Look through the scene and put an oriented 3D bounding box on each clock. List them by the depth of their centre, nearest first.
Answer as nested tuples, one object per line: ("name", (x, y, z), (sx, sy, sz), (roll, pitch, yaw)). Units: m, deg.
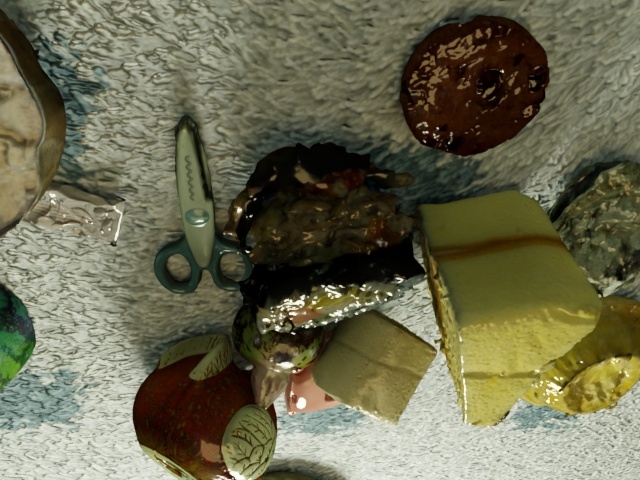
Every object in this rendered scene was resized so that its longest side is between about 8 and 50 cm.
("clock", (0.021, 0.222, 1.056), (0.162, 0.092, 0.165), (-5, 129, -13))

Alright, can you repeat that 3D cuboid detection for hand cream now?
("hand cream", (-0.374, -0.045, 0.777), (0.257, 0.050, 0.084), (8, 129, -26))

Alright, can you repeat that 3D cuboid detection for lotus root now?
("lotus root", (-0.382, -0.137, 0.612), (0.272, 0.192, 0.272), (-3, 120, -5))

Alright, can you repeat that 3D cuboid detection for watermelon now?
("watermelon", (-0.477, 0.125, 0.868), (0.146, 0.128, 0.231), (-19, 130, -20))

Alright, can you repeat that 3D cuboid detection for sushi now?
("sushi", (-0.002, -0.005, 0.806), (0.225, 0.218, 0.239), (-26, 169, 37))

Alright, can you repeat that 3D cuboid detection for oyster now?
("oyster", (0.404, 0.007, 0.932), (0.199, 0.112, 0.267), (22, 105, -27))

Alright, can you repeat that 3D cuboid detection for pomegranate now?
("pomegranate", (-0.062, 0.157, 0.944), (0.138, 0.126, 0.163), (6, 109, 34))

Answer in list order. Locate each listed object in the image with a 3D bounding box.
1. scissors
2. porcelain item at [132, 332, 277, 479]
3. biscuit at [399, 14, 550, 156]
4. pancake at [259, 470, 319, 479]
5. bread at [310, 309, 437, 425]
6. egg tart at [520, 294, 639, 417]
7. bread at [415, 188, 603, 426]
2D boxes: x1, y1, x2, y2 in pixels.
("scissors", (-0.162, -0.034, 0.835), (0.138, 0.041, 0.289), (0, 130, -3))
("porcelain item", (-0.161, 0.266, 1.002), (0.253, 0.253, 0.252), (-6, 130, -8))
("biscuit", (0.189, -0.185, 0.785), (0.192, 0.049, 0.192), (-4, 131, -4))
("pancake", (-0.088, 0.578, 1.350), (0.295, 0.049, 0.294), (-4, 129, -5))
("bread", (0.078, 0.182, 0.938), (0.148, 0.134, 0.141), (30, 92, -9))
("egg tart", (0.484, 0.222, 1.144), (0.291, 0.115, 0.290), (-7, 131, -8))
("bread", (0.245, 0.093, 0.886), (0.199, 0.263, 0.236), (-7, 129, -1))
